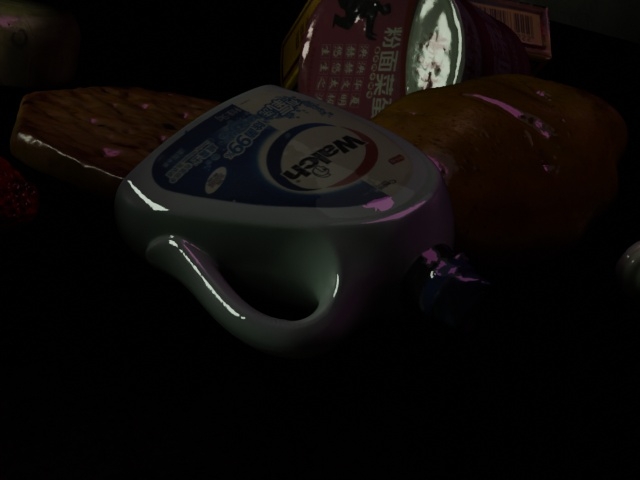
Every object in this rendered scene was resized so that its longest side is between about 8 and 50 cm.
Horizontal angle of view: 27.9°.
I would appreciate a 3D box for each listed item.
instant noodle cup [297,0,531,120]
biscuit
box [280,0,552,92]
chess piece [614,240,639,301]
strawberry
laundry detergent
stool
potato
[{"bbox_3d":[0.115,-0.184,1.449,0.234,0.235,0.178,29,16,40],"label":"instant noodle cup"},{"bbox_3d":[-0.126,-0.086,1.253,0.359,0.046,0.359,12,19,-4],"label":"biscuit"},{"bbox_3d":[0.118,-0.244,1.658,0.301,0.084,0.193,7,-24,-18],"label":"box"},{"bbox_3d":[0.325,0.056,1.136,0.059,0.059,0.149,3,25,-28],"label":"chess piece"},{"bbox_3d":[-0.258,-0.035,0.963,0.096,0.083,0.083,11,18,-18],"label":"strawberry"},{"bbox_3d":[0.000,0.000,0.968,0.215,0.105,0.280,-35,51,-29],"label":"laundry detergent"},{"bbox_3d":[-0.346,-0.323,1.453,0.179,0.264,0.179,12,18,-4],"label":"stool"},{"bbox_3d":[0.142,-0.056,1.200,0.369,0.196,0.176,-20,-2,-44],"label":"potato"}]
